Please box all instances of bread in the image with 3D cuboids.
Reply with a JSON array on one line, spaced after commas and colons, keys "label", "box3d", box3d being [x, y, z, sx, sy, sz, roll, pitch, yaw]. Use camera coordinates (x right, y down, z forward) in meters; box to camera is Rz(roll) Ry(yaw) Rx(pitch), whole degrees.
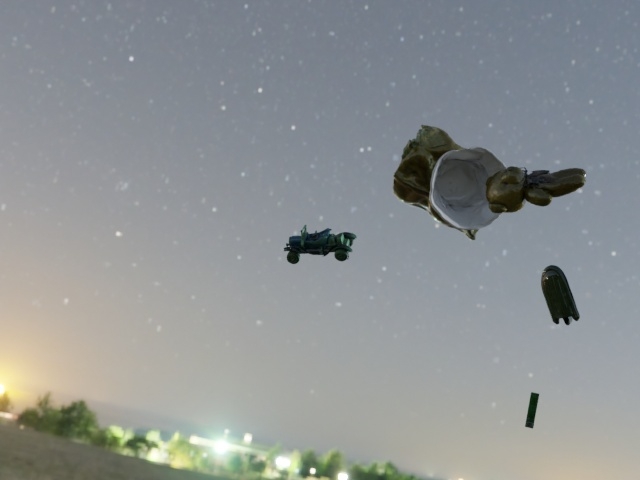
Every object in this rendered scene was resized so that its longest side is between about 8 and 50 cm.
[{"label": "bread", "box3d": [0.325, -0.152, 2.137, 0.252, 0.238, 0.196, 26, 19, 16]}]

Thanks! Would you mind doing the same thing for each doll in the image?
[{"label": "doll", "box3d": [0.445, -0.123, 1.734, 0.210, 0.137, 0.097, -14, -60, 20]}]

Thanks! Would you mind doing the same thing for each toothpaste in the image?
[{"label": "toothpaste", "box3d": [0.499, 0.400, 1.958, 0.020, 0.083, 0.017, 10, -1, 16]}]

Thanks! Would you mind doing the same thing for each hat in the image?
[{"label": "hat", "box3d": [0.327, -0.130, 1.917, 0.203, 0.203, 0.126, 15, 11, -13]}]

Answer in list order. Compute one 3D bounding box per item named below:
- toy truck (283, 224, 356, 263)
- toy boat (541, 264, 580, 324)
[{"label": "toy truck", "box3d": [-0.001, 0.000, 1.844, 0.154, 0.080, 0.078, -3, -61, 16]}, {"label": "toy boat", "box3d": [0.797, 0.184, 2.782, 0.052, 0.210, 0.104, -17, -2, -43]}]
